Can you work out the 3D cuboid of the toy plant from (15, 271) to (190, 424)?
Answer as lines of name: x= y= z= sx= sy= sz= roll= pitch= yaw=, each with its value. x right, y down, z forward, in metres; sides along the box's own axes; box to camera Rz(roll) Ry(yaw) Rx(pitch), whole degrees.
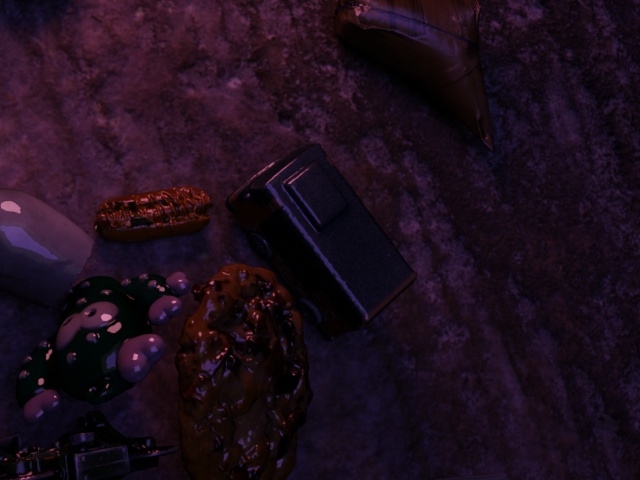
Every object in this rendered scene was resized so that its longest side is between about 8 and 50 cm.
toy plant: x=-0.286 y=0.133 z=1.402 sx=0.112 sy=0.232 sz=0.243 roll=56 pitch=31 yaw=-30

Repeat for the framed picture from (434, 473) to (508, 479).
framed picture: x=0.247 y=0.467 z=1.705 sx=0.142 sy=0.011 sz=0.183 roll=1 pitch=77 yaw=-25

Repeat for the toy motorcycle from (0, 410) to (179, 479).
toy motorcycle: x=-0.329 y=0.285 z=1.357 sx=0.275 sy=0.187 sz=0.124 roll=-1 pitch=81 yaw=-46

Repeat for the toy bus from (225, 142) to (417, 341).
toy bus: x=0.000 y=0.000 z=1.610 sx=0.138 sy=0.167 sz=0.275 roll=-40 pitch=95 yaw=-27

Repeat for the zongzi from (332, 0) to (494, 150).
zongzi: x=0.157 y=-0.282 z=1.783 sx=0.260 sy=0.123 sz=0.289 roll=-4 pitch=84 yaw=-22

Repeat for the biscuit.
biscuit: x=-0.093 y=0.198 z=1.487 sx=0.289 sy=0.081 sz=0.334 roll=-14 pitch=100 yaw=-60

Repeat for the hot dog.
hot dog: x=-0.238 y=-0.039 z=1.567 sx=0.188 sy=0.055 sz=0.072 roll=-11 pitch=81 yaw=-26

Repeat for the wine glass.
wine glass: x=-0.457 y=-0.035 z=1.414 sx=0.321 sy=0.143 sz=0.143 roll=35 pitch=65 yaw=-14
